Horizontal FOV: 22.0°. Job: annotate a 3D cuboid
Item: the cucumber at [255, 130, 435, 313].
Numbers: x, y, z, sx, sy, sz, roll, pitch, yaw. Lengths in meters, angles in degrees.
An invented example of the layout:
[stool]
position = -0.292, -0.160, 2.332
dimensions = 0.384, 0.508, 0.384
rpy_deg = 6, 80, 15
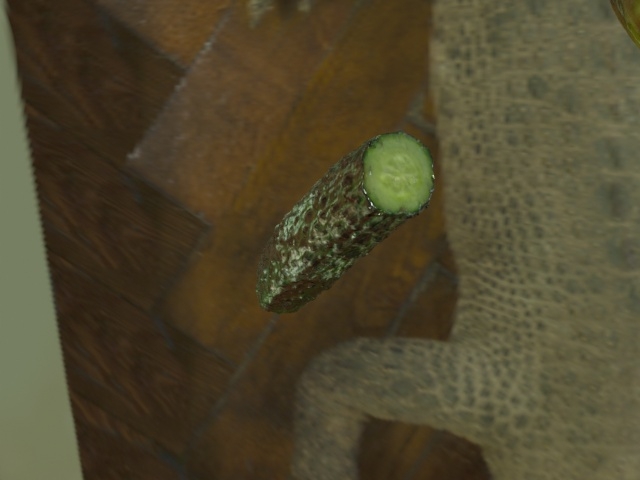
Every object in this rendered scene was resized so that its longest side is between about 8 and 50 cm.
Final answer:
[cucumber]
position = 0.000, 0.000, 1.203
dimensions = 0.067, 0.293, 0.067
rpy_deg = 7, 69, -19

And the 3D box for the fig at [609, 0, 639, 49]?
[fig]
position = 0.204, -0.170, 0.749
dimensions = 0.191, 0.181, 0.181
rpy_deg = -32, 103, -8
